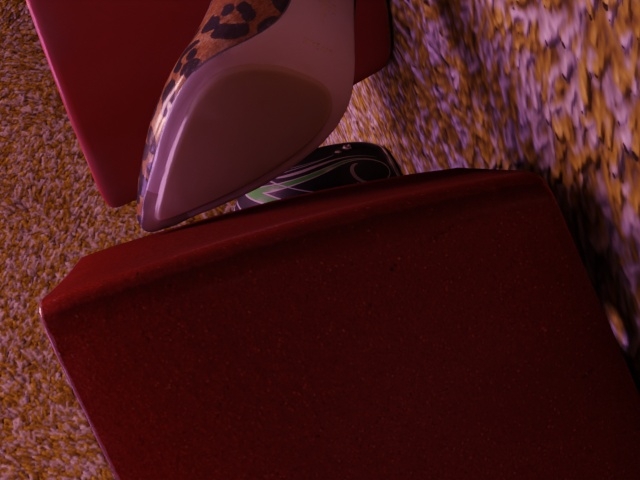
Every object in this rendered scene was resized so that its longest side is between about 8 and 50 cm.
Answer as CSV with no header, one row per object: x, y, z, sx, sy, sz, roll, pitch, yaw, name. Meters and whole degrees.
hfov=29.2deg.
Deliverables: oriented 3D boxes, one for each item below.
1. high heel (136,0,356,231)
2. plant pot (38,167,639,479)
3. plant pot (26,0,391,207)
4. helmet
-0.041,-0.135,0.758,0.093,0.261,0.186,32,-167,-30,high heel
0.027,0.092,0.656,0.267,0.235,0.267,-148,34,-82,plant pot
-0.090,-0.187,0.943,0.275,0.243,0.275,162,90,-84,plant pot
0.000,0.000,1.102,0.169,0.161,0.169,162,90,-85,helmet
